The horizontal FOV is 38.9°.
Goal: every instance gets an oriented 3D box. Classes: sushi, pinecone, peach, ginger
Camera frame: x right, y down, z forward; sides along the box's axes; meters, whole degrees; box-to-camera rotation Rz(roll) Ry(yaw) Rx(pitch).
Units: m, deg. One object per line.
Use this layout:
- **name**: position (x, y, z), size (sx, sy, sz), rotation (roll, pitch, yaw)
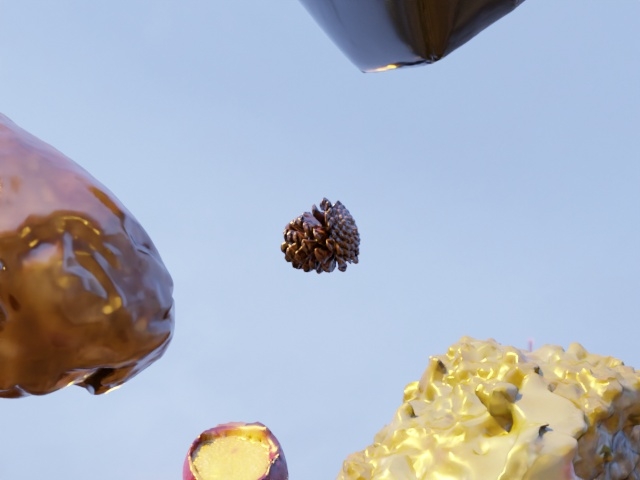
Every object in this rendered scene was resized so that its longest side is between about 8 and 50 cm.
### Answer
- **sushi**: position (0.158, 0.284, 0.812), size (0.240, 0.396, 0.351), rotation (11, -42, 45)
- **pinecone**: position (0.000, 0.000, 0.909), size (0.083, 0.077, 0.077), rotation (-25, -52, 21)
- **peach**: position (-0.144, 0.398, 1.531), size (0.190, 0.196, 0.226), rotation (36, -16, 12)
- **ginger**: position (-0.214, 0.005, 0.432), size (0.321, 0.165, 0.172), rotation (4, -30, 45)

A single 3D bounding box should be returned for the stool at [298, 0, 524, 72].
- **stool**: position (0.050, -0.235, 0.613), size (0.232, 0.141, 0.232), rotation (49, -17, 20)
